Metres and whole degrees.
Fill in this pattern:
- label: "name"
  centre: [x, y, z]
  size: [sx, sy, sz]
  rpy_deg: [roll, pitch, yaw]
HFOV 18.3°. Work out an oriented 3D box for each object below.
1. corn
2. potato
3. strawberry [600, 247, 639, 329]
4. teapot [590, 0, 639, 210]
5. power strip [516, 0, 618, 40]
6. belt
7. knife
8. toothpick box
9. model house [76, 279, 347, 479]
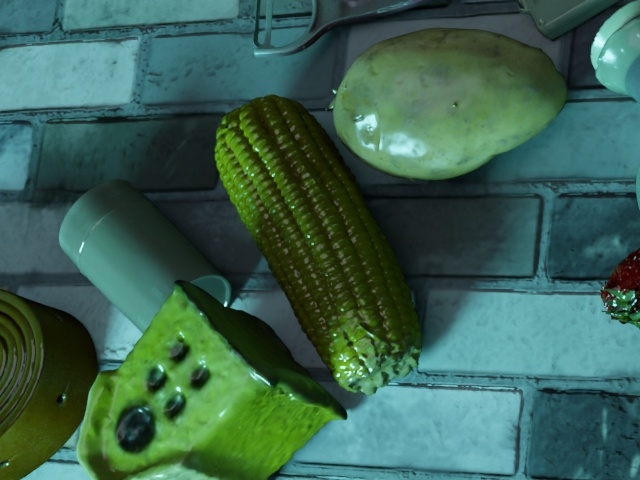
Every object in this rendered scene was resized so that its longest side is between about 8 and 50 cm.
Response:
- label: "corn"
  centre: [0.000, 0.000, 2.054]
  size: [0.131, 0.131, 0.344]
  rpy_deg: [-37, 63, 15]
- label: "potato"
  centre: [0.129, -0.146, 2.033]
  size: [0.234, 0.128, 0.161]
  rpy_deg: [-27, 79, 15]
- label: "strawberry"
  centre: [0.321, 0.044, 1.873]
  size: [0.106, 0.106, 0.106]
  rpy_deg: [-9, 70, 27]
- label: "teapot"
  centre: [0.352, -0.114, 1.867]
  size: [0.183, 0.183, 0.251]
  rpy_deg: [-38, 50, 14]
- label: "power strip"
  centre: [0.287, -0.282, 2.029]
  size: [0.192, 0.035, 0.081]
  rpy_deg: [-31, 61, 18]
- label: "belt"
  centre: [-0.421, 0.176, 2.242]
  size: [0.338, 0.122, 0.217]
  rpy_deg: [-24, 66, 22]
- label: "knife"
  centre: [0.058, -0.274, 2.148]
  size: [0.278, 0.053, 0.123]
  rpy_deg: [-10, 65, 26]
- label: "toothpick box"
  centre: [-0.193, 0.026, 2.164]
  size: [0.111, 0.111, 0.180]
  rpy_deg: [-51, 58, 7]
- label: "model house"
  centre: [-0.123, 0.192, 2.024]
  size: [0.175, 0.193, 0.234]
  rpy_deg: [40, 96, 30]
